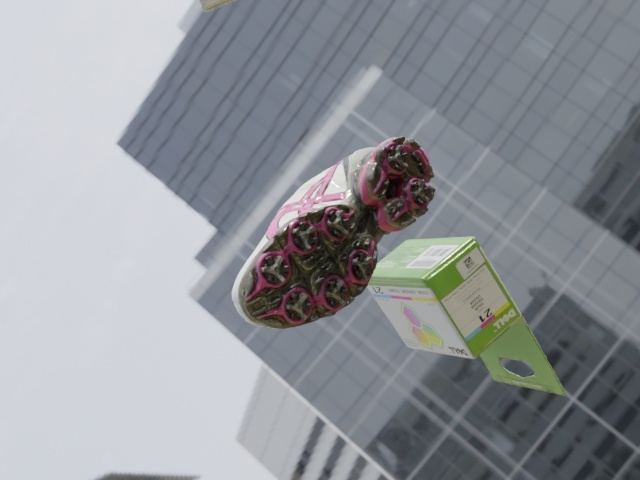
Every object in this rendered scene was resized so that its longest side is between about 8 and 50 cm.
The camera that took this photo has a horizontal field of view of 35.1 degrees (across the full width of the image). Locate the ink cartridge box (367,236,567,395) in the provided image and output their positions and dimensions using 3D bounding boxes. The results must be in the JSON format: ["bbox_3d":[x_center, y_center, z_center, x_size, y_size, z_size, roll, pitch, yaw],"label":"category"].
[{"bbox_3d":[0.192,0.125,1.370,0.097,0.255,0.189,-37,12,-19],"label":"ink cartridge box"}]

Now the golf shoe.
[{"bbox_3d":[0.000,0.000,0.668,0.086,0.067,0.186,-14,21,46],"label":"golf shoe"}]

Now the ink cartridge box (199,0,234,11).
[{"bbox_3d":[-0.153,-0.520,1.676,0.131,0.226,0.306,-20,16,14],"label":"ink cartridge box"}]
